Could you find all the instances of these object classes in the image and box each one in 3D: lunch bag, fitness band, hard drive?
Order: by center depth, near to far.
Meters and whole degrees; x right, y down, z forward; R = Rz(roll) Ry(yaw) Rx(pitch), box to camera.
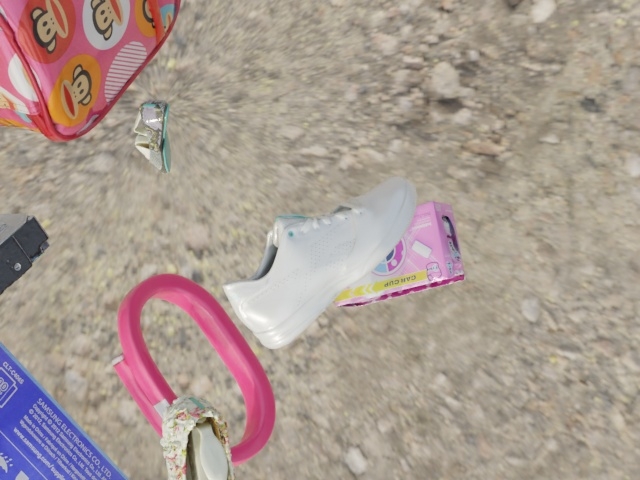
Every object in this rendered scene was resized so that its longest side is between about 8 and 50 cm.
[{"bbox_3d":[-0.230,-0.259,1.016,0.120,0.293,0.258,14,52,26],"label":"lunch bag"},{"bbox_3d":[-0.547,0.086,1.593,0.339,0.236,0.064,-47,122,-33],"label":"hard drive"},{"bbox_3d":[-0.176,0.183,1.658,0.054,0.209,0.291,-32,92,35],"label":"fitness band"}]

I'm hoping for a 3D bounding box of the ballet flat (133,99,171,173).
[{"bbox_3d":[-0.181,-0.113,1.276,0.041,0.114,0.041,3,58,-4],"label":"ballet flat"}]

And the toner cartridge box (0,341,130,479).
[{"bbox_3d":[-0.172,0.205,0.742,0.165,0.075,0.348,-24,112,39],"label":"toner cartridge box"}]

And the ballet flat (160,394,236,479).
[{"bbox_3d":[-0.125,0.291,1.320,0.091,0.077,0.241,-16,95,-31],"label":"ballet flat"}]

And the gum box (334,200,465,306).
[{"bbox_3d":[0.104,0.020,1.628,0.188,0.062,0.107,-16,79,29],"label":"gum box"}]

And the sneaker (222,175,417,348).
[{"bbox_3d":[0.000,0.000,1.122,0.212,0.080,0.094,-45,108,-12],"label":"sneaker"}]
